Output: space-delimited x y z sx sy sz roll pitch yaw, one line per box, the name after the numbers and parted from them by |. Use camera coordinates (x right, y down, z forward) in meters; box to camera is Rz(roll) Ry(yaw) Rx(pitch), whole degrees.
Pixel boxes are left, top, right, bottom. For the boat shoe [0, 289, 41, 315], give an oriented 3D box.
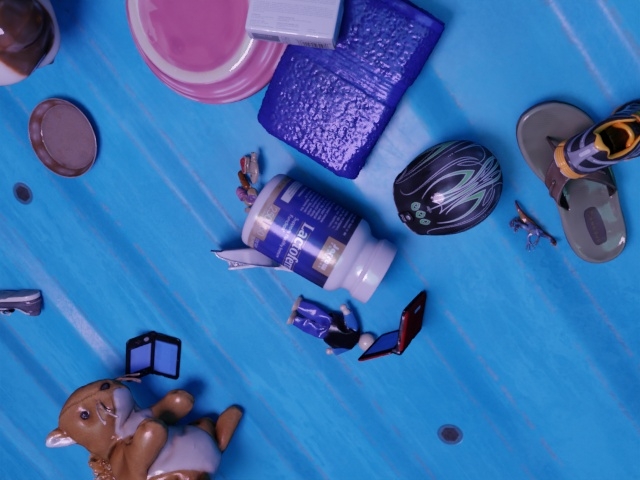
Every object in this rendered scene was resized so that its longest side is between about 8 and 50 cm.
-0.795 0.164 1.318 0.206 0.075 0.065 -4 106 12 | boat shoe

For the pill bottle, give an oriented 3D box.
0.000 0.000 0.981 0.264 0.153 0.153 29 115 4 | pill bottle

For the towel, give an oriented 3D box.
0.042 -0.286 0.910 0.227 0.076 0.308 33 115 7 | towel

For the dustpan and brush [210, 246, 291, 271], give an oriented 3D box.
-0.114 0.042 1.065 0.211 0.147 0.060 -4 91 -11 | dustpan and brush

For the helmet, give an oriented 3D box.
0.222 -0.090 0.888 0.161 0.169 0.169 -23 103 40 | helmet

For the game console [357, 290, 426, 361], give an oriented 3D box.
0.140 0.163 1.010 0.085 0.144 0.124 12 106 23 | game console

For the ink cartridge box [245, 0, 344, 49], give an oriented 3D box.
-0.031 -0.401 0.830 0.145 0.045 0.179 11 83 9 | ink cartridge box

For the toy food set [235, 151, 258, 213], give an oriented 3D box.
-0.147 -0.112 1.036 0.078 0.019 0.122 12 107 54 | toy food set

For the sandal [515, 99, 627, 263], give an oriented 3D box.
0.427 -0.092 0.859 0.120 0.086 0.303 -27 101 23 | sandal

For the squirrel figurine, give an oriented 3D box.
-0.434 0.494 1.213 0.370 0.281 0.397 29 125 -7 | squirrel figurine

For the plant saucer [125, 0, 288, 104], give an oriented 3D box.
-0.207 -0.408 0.925 0.332 0.084 0.332 5 112 13 | plant saucer

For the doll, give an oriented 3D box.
0.028 0.182 1.101 0.189 0.046 0.129 24 116 7 | doll

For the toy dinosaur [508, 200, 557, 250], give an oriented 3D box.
0.381 -0.020 0.928 0.082 0.047 0.090 6 102 -6 | toy dinosaur

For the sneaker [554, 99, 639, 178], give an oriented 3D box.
0.460 -0.159 0.785 0.215 0.083 0.084 -30 86 -13 | sneaker

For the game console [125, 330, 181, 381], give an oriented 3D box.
-0.401 0.287 1.254 0.071 0.107 0.122 28 118 36 | game console

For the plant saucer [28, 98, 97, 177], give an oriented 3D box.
-0.546 -0.219 1.125 0.168 0.029 0.168 5 111 14 | plant saucer

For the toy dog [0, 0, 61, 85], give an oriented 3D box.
-0.568 -0.461 0.852 0.284 0.395 0.408 -18 96 12 | toy dog
